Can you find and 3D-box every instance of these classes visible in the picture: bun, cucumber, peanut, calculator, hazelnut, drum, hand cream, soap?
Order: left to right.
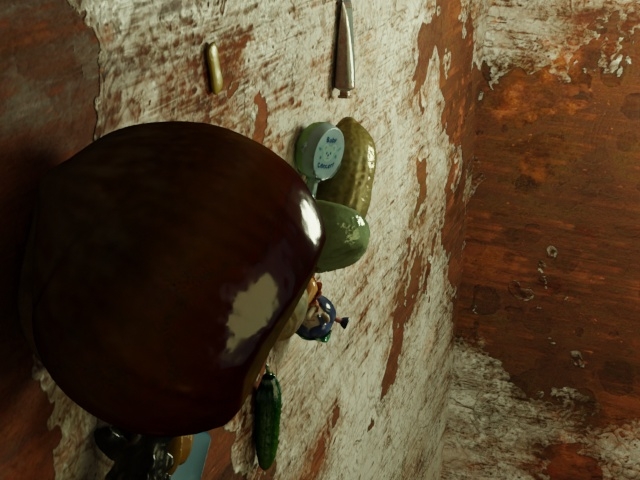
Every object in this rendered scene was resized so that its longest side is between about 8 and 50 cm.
[{"bbox_3d":[-0.190,0.041,1.298,0.359,0.359,0.409,83,30,-42],"label":"hazelnut"},{"bbox_3d":[-0.239,0.366,1.744,0.210,0.039,0.121,45,55,-67],"label":"calculator"},{"bbox_3d":[-0.168,-0.273,1.648,0.034,0.012,0.089,-60,153,-46],"label":"soap"},{"bbox_3d":[-0.105,0.354,2.106,0.056,0.056,0.250,-46,144,-59],"label":"cucumber"},{"bbox_3d":[-0.026,-0.117,2.089,0.130,0.049,0.253,22,89,-59],"label":"drum"},{"bbox_3d":[0.000,0.000,1.997,0.195,0.195,0.118,58,39,-63],"label":"bun"},{"bbox_3d":[0.051,-0.139,2.201,0.122,0.137,0.253,13,86,-27],"label":"peanut"},{"bbox_3d":[0.052,-0.404,2.188,0.067,0.043,0.209,-29,122,-69],"label":"hand cream"}]

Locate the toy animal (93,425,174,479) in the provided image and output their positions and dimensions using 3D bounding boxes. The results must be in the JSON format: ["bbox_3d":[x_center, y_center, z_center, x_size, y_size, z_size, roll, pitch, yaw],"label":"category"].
[{"bbox_3d":[-0.268,0.392,1.492,0.106,0.168,0.343,-3,88,-69],"label":"toy animal"}]

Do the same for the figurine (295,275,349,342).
[{"bbox_3d":[-0.017,0.144,2.165,0.102,0.111,0.195,-49,151,-19],"label":"figurine"}]

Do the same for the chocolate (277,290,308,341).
[{"bbox_3d":[-0.097,0.077,1.863,0.309,0.134,0.134,73,32,-53],"label":"chocolate"}]

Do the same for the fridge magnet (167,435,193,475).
[{"bbox_3d":[-0.235,0.288,1.584,0.063,0.143,0.143,2,101,-29],"label":"fridge magnet"}]
